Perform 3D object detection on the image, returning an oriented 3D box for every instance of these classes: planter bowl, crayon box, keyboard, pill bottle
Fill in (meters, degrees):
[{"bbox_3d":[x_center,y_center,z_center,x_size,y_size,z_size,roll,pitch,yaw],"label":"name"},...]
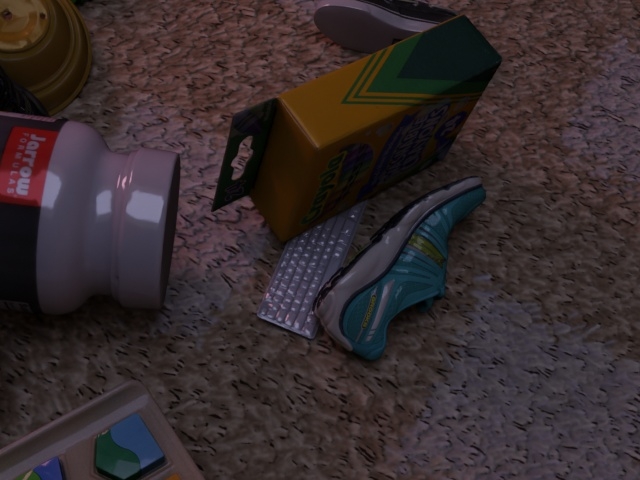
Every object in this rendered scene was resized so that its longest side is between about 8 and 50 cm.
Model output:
[{"bbox_3d":[-0.386,-0.258,1.174,0.217,0.090,0.217,5,74,-20],"label":"planter bowl"},{"bbox_3d":[0.040,-0.119,1.111,0.323,0.203,0.083,-28,71,-26],"label":"crayon box"},{"bbox_3d":[0.000,0.000,1.158,0.072,0.014,0.256,20,58,4],"label":"keyboard"},{"bbox_3d":[-0.340,-0.033,1.011,0.363,0.210,0.210,6,58,-4],"label":"pill bottle"}]

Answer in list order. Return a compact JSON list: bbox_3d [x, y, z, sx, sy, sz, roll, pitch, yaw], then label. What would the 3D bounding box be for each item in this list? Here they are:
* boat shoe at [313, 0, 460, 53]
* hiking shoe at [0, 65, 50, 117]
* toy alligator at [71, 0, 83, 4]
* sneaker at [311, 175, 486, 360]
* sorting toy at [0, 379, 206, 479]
[{"bbox_3d":[0.098,-0.303,1.326,0.219,0.078,0.070,12,58,-11],"label":"boat shoe"},{"bbox_3d":[-0.382,-0.156,1.086,0.086,0.227,0.114,-31,27,6],"label":"hiking shoe"},{"bbox_3d":[-0.340,-0.340,1.297,0.051,0.056,0.189,49,61,-29],"label":"toy alligator"},{"bbox_3d":[0.106,0.027,1.125,0.110,0.107,0.275,47,67,-3],"label":"sneaker"},{"bbox_3d":[-0.203,0.253,0.895,0.193,0.038,0.208,-28,67,-22],"label":"sorting toy"}]
